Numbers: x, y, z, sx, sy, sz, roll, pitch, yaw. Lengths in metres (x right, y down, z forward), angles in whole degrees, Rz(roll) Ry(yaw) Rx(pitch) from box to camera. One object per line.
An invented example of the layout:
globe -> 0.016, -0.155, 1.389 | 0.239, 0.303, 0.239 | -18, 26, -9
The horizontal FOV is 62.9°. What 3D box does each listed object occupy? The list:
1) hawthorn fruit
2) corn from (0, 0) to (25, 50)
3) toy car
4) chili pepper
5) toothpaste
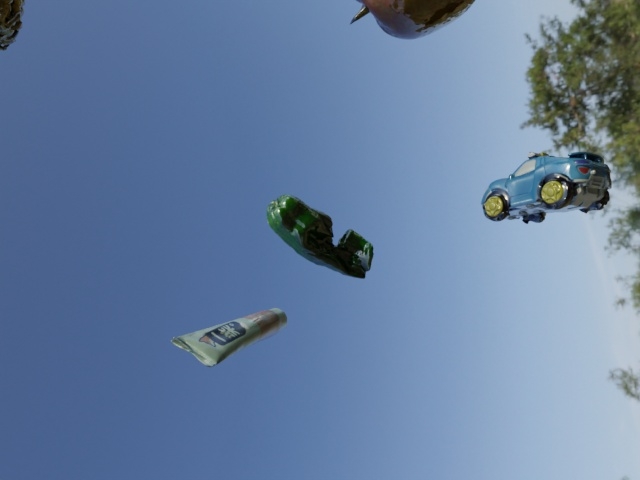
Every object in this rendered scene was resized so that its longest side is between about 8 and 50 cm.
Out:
hawthorn fruit -> 0.183, -0.556, 1.103 | 0.267, 0.301, 0.267 | 53, -169, -15
corn -> -0.399, -0.372, 0.581 | 0.115, 0.115, 0.317 | -9, -77, -55
toy car -> 0.542, -0.133, 1.296 | 0.198, 0.314, 0.165 | 4, -101, -33
chili pepper -> 0.001, -0.001, 1.045 | 0.253, 0.083, 0.099 | 30, -81, -24
toothpaste -> -0.096, 0.113, 0.633 | 0.036, 0.056, 0.205 | -67, -18, 9
